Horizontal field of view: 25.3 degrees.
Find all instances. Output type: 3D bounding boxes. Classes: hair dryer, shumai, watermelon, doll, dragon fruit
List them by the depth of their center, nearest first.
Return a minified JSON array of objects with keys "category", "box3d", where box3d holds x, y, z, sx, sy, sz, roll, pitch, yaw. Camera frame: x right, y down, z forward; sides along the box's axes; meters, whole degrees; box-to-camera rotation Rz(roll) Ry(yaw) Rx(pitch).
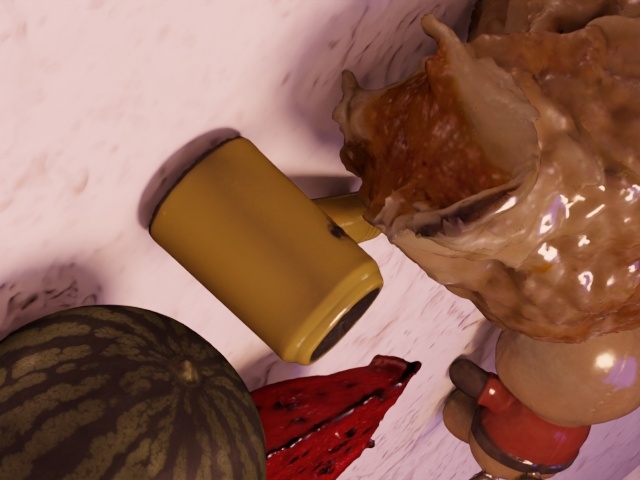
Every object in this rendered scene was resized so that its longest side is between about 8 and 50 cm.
[{"category":"watermelon","box3d":[-0.135,0.143,0.880,0.212,0.212,0.212,-38,157,-19]},{"category":"shumai","box3d":[0.136,-0.026,0.977,0.262,0.267,0.314,-30,139,-40]},{"category":"hair dryer","box3d":[0.000,0.000,1.002,0.090,0.135,0.278,-52,168,16]},{"category":"dragon fruit","box3d":[-0.091,0.219,1.240,0.343,0.100,0.282,-27,153,-34]},{"category":"doll","box3d":[0.275,0.179,1.712,0.235,0.174,0.330,13,132,-17]}]
